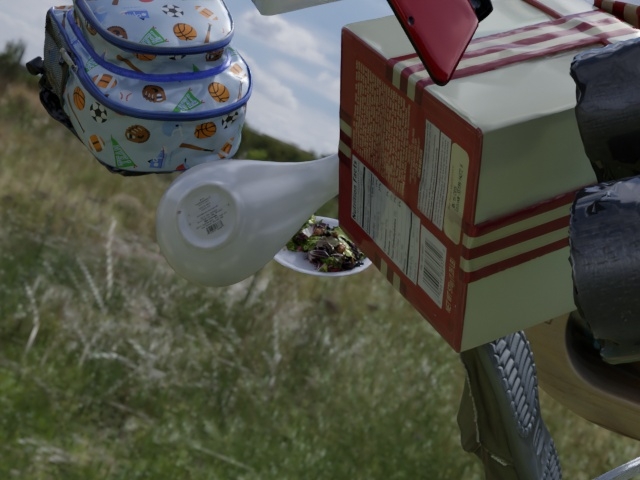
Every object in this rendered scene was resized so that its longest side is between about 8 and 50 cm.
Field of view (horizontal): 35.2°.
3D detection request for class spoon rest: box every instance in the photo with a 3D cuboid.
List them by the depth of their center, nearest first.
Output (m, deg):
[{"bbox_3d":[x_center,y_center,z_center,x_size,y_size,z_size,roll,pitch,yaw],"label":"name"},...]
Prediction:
[{"bbox_3d":[-0.050,-0.047,1.069,0.137,0.276,0.084,68,13,11],"label":"spoon rest"}]

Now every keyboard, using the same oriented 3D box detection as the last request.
[{"bbox_3d":[0.432,0.328,1.419,0.256,0.072,0.014,-13,53,-33],"label":"keyboard"}]

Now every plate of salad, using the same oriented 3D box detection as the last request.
[{"bbox_3d":[0.000,0.000,1.754,0.199,0.048,0.200,7,30,-4],"label":"plate of salad"}]

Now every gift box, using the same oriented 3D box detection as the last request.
[{"bbox_3d":[0.186,-0.060,0.893,0.258,0.255,0.276,-18,44,-23],"label":"gift box"}]

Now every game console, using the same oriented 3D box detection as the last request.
[{"bbox_3d":[0.048,-0.192,0.685,0.144,0.085,0.124,55,-11,-32],"label":"game console"}]

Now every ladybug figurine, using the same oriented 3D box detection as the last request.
[{"bbox_3d":[0.455,0.114,1.377,0.449,0.305,0.162,23,20,11],"label":"ladybug figurine"}]

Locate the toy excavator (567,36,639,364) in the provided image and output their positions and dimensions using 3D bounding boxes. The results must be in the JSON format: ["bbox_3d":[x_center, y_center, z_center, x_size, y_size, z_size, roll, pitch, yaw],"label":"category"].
[{"bbox_3d":[0.330,0.120,0.631,0.222,0.433,0.445,-14,-51,28],"label":"toy excavator"}]

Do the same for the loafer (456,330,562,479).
[{"bbox_3d":[0.169,0.176,0.994,0.087,0.251,0.094,-5,27,29],"label":"loafer"}]

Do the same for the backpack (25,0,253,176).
[{"bbox_3d":[-0.209,-0.212,1.292,0.276,0.213,0.263,-14,57,-24],"label":"backpack"}]

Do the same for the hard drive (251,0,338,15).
[{"bbox_3d":[0.039,-0.394,1.123,0.203,0.307,0.040,-18,60,-24],"label":"hard drive"}]
